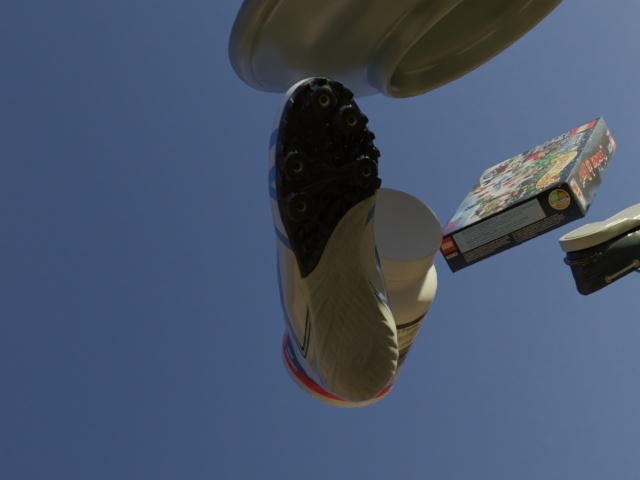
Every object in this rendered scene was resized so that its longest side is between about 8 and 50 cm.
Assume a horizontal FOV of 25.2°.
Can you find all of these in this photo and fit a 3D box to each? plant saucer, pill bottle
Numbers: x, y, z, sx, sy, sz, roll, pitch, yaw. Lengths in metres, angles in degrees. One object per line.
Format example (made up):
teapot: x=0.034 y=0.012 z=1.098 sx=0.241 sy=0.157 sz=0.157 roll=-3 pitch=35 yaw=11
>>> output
plant saucer: x=0.115 y=-0.220 z=1.212 sx=0.400 sy=0.100 sz=0.400 roll=-31 pitch=-12 yaw=-7
pill bottle: x=0.037 y=0.046 z=1.191 sx=0.108 sy=0.108 sz=0.180 roll=-21 pitch=-33 yaw=-34

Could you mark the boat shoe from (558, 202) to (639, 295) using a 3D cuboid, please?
boat shoe: x=0.394 y=-0.002 z=1.698 sx=0.254 sy=0.095 sz=0.079 roll=-19 pitch=-83 yaw=-35

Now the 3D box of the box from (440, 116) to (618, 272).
box: x=0.231 y=-0.054 z=1.571 sx=0.044 sy=0.159 sz=0.233 roll=59 pitch=-153 yaw=-9

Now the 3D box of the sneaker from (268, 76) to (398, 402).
sneaker: x=0.000 y=0.000 z=0.993 sx=0.085 sy=0.086 sz=0.237 roll=-18 pitch=-66 yaw=-24
